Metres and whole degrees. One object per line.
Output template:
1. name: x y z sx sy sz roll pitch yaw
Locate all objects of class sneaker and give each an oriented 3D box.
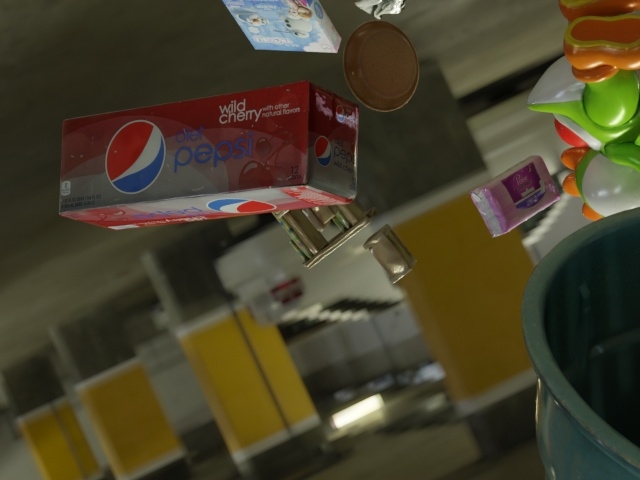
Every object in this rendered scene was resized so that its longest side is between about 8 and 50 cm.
1. sneaker: 0.069 -0.226 1.443 0.083 0.037 0.032 -16 -136 51

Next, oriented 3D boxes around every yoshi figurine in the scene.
1. yoshi figurine: 0.386 -0.132 1.834 0.203 0.362 0.203 -36 -136 -18

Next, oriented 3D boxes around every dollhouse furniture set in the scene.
1. dollhouse furniture set: 0.000 0.000 1.756 0.101 0.182 0.161 -37 -177 18

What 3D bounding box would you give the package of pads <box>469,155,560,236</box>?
1. package of pads: 0.186 -0.043 1.523 0.083 0.050 0.032 -30 -173 -33

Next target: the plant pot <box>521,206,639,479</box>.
1. plant pot: 0.275 0.199 0.968 0.341 0.334 0.341 2 -149 -1

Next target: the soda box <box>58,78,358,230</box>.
1. soda box: -0.099 -0.069 1.368 0.263 0.092 0.083 -5 167 31

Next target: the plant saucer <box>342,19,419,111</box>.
1. plant saucer: 0.058 -0.159 1.438 0.083 0.083 0.015 -27 176 39

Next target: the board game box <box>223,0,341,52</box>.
1. board game box: -0.037 -0.211 1.506 0.090 0.020 0.090 5 155 26
